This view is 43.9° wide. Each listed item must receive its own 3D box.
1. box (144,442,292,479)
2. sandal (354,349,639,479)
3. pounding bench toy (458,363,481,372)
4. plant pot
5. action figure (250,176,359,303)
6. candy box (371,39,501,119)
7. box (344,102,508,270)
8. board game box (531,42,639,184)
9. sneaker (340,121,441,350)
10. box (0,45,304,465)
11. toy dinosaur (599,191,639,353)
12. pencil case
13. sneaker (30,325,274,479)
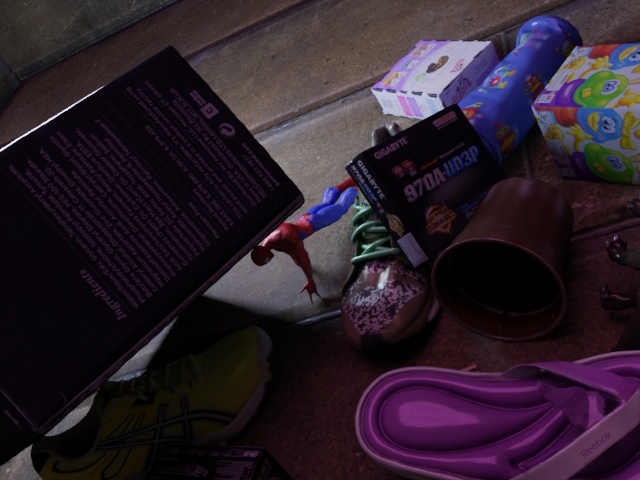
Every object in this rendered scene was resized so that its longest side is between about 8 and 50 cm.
[{"bbox_3d":[-0.147,0.341,1.000,0.180,0.078,0.147,-9,40,34],"label":"box"},{"bbox_3d":[0.223,0.188,0.806,0.415,0.102,0.170,-9,59,22],"label":"sandal"},{"bbox_3d":[0.163,0.199,0.937,0.083,0.052,0.065,-26,34,12],"label":"pounding bench toy"},{"bbox_3d":[0.246,0.015,1.019,0.166,0.167,0.165,-8,33,35],"label":"plant pot"},{"bbox_3d":[0.000,0.000,1.319,0.280,0.139,0.091,-30,22,-37],"label":"action figure"},{"bbox_3d":[0.222,-0.309,1.524,0.165,0.070,0.196,-45,34,-17],"label":"candy box"},{"bbox_3d":[0.164,-0.081,1.128,0.220,0.175,0.051,-30,-5,-37],"label":"box"},{"bbox_3d":[0.456,-0.170,1.073,0.275,0.144,0.142,11,54,49],"label":"board game box"},{"bbox_3d":[0.085,-0.021,1.169,0.158,0.182,0.411,-16,38,26],"label":"sneaker"},{"bbox_3d":[-0.354,0.047,1.133,0.472,0.297,0.480,-46,6,-36],"label":"box"},{"bbox_3d":[0.404,0.029,0.889,0.313,0.121,0.160,-38,19,-13],"label":"toy dinosaur"},{"bbox_3d":[0.311,-0.239,1.312,0.306,0.119,0.133,-49,27,-21],"label":"pencil case"},{"bbox_3d":[-0.232,0.248,1.131,0.384,0.147,0.145,-39,33,-7],"label":"sneaker"}]
